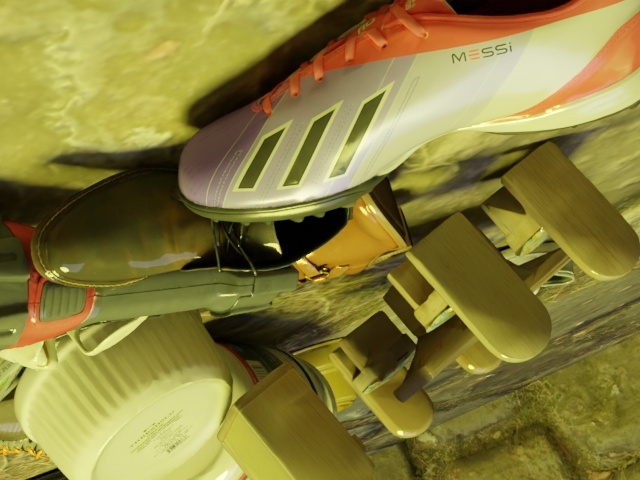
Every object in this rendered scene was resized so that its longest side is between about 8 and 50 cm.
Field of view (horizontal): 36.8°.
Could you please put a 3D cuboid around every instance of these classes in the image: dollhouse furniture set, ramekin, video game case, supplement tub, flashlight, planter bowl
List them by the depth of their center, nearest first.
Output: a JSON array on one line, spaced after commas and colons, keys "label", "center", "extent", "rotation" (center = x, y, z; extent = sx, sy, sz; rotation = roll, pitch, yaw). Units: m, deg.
[{"label": "flashlight", "center": [-0.160, 0.025, 0.740], "extent": [0.103, 0.103, 0.304], "rotation": [-34, 162, 35]}, {"label": "video game case", "center": [-0.310, 0.144, 0.899], "extent": [0.166, 0.015, 0.119], "rotation": [-51, -176, -38]}, {"label": "ramekin", "center": [-0.183, 0.156, 0.950], "extent": [0.207, 0.109, 0.207], "rotation": [-33, 151, -21]}, {"label": "dollhouse furniture set", "center": [0.132, 0.164, 0.993], "extent": [0.394, 0.256, 0.362], "rotation": [-36, 169, -23]}, {"label": "supplement tub", "center": [-0.109, 0.224, 1.215], "extent": [0.191, 0.191, 0.272], "rotation": [-26, 161, 19]}, {"label": "planter bowl", "center": [-0.008, 0.232, 1.519], "extent": [0.217, 0.090, 0.217], "rotation": [-18, 163, -6]}]

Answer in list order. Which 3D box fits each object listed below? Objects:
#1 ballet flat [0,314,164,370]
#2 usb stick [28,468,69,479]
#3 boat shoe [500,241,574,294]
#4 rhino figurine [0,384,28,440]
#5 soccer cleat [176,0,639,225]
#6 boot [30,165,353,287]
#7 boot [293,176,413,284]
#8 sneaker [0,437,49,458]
[{"label": "ballet flat", "center": [-0.226, 0.073, 0.840], "extent": [0.203, 0.074, 0.074], "rotation": [-19, 163, -1]}, {"label": "usb stick", "center": [-0.550, 0.461, 1.695], "extent": [0.278, 0.045, 0.077], "rotation": [-21, 163, 4]}, {"label": "boat shoe", "center": [0.278, 0.045, 1.307], "extent": [0.184, 0.063, 0.066], "rotation": [-3, 156, -43]}, {"label": "rhino figurine", "center": [-0.299, 0.174, 1.058], "extent": [0.243, 0.073, 0.106], "rotation": [-15, 162, -21]}, {"label": "soccer cleat", "center": [0.045, -0.103, 0.590], "extent": [0.318, 0.109, 0.116], "rotation": [-16, 136, 13]}, {"label": "boot", "center": [-0.080, -0.014, 0.661], "extent": [0.219, 0.082, 0.106], "rotation": [-17, -168, -42]}, {"label": "boot", "center": [0.000, 0.000, 0.866], "extent": [0.152, 0.073, 0.197], "rotation": [-18, 160, 7]}, {"label": "sneaker", "center": [-0.345, 0.224, 1.144], "extent": [0.214, 0.083, 0.084], "rotation": [-20, 164, 5]}]
